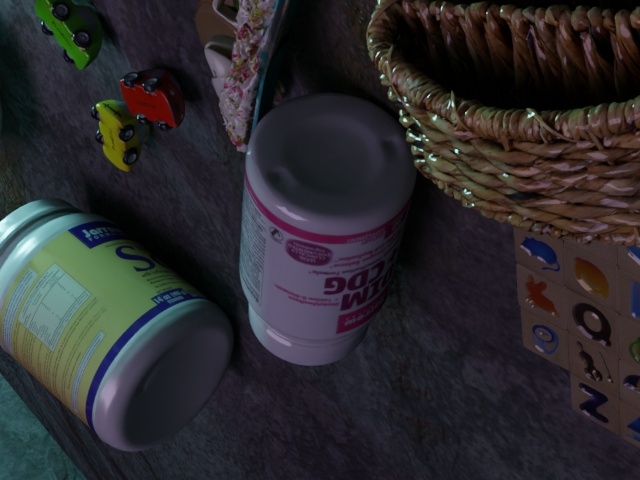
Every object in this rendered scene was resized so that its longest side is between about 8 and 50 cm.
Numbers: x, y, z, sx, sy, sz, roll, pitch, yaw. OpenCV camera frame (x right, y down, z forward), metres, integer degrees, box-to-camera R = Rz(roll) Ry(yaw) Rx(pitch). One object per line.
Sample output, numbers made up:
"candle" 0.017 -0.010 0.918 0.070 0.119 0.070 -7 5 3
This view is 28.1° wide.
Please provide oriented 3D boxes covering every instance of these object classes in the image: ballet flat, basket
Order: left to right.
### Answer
"ballet flat" -0.066 -0.194 1.188 0.077 0.091 0.241 21 125 5
"basket" 0.167 -0.144 0.802 0.299 0.213 0.223 17 138 47

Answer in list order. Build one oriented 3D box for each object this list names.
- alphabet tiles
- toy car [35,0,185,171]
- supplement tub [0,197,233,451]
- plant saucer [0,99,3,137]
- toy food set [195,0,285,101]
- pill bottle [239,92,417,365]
"alphabet tiles" 0.284 0.072 1.108 0.285 0.011 0.343 28 145 37
"toy car" -0.254 -0.207 1.528 0.225 0.053 0.239 54 152 -4
"supplement tub" -0.311 0.110 1.795 0.331 0.241 0.241 36 149 26
"plant saucer" -0.571 -0.281 1.860 0.400 0.100 0.400 37 149 27
"toy food set" -0.077 -0.198 1.303 0.132 0.038 0.192 32 153 46
"pill bottle" 0.000 0.000 1.282 0.160 0.160 0.283 40 151 20
